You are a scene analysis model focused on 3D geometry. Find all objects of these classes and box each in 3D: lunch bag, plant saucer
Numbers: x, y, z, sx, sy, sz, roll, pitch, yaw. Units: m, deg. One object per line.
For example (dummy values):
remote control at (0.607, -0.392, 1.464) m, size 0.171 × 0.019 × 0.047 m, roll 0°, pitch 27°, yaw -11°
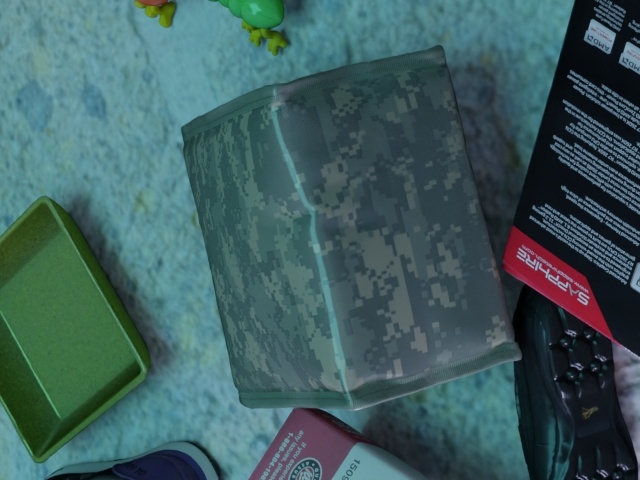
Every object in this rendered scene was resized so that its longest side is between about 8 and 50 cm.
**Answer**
lunch bag at (0.000, 0.000, 1.370) m, size 0.287 × 0.169 × 0.235 m, roll -9°, pitch 95°, yaw 65°
plant saucer at (-0.238, 0.079, 1.659) m, size 0.188 × 0.045 × 0.188 m, roll -39°, pitch 77°, yaw 38°

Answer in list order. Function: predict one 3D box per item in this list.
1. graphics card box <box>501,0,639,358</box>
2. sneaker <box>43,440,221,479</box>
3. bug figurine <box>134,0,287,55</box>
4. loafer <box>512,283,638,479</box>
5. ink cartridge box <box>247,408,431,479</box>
graphics card box at (0.259, -0.075, 1.141) m, size 0.233 × 0.094 × 0.371 m, roll 35°, pitch 139°, yaw 26°
sneaker at (-0.224, 0.255, 1.643) m, size 0.283 × 0.124 × 0.107 m, roll -29°, pitch 82°, yaw 39°
bug figurine at (-0.088, -0.276, 1.434) m, size 0.216 × 0.072 × 0.279 m, roll 34°, pitch 120°, yaw 27°
loafer at (0.182, 0.134, 1.338) m, size 0.078 × 0.076 × 0.223 m, roll -143°, pitch 42°, yaw -68°
ink cartridge box at (0.054, 0.284, 1.373) m, size 0.283 × 0.117 × 0.207 m, roll 30°, pitch 85°, yaw 34°
